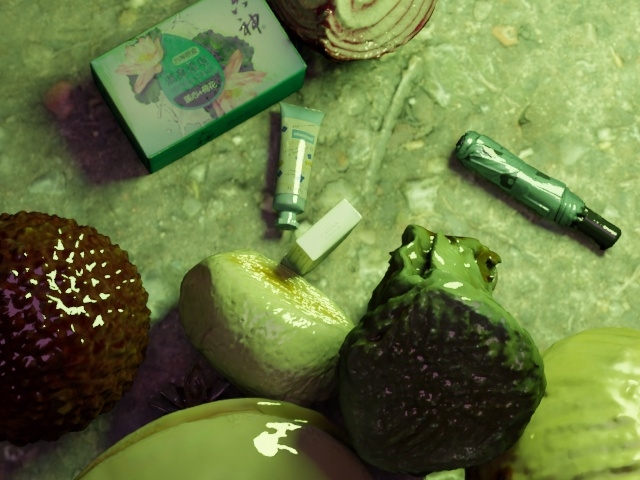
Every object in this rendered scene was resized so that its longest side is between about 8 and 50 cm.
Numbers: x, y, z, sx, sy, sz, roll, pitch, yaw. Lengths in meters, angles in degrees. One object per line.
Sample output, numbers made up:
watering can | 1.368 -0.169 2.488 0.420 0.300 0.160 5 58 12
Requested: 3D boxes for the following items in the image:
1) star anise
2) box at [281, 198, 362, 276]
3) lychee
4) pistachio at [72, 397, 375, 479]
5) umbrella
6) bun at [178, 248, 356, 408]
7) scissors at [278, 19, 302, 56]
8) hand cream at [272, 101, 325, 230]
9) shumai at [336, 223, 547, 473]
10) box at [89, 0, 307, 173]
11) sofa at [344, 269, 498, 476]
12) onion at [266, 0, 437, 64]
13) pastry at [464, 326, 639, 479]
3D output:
star anise | -0.152 0.192 1.721 0.124 0.129 0.056 -1 42 -1
box | 0.000 0.000 1.765 0.084 0.154 0.040 -44 89 -13
lychee | -0.344 0.099 1.654 0.304 0.275 0.276 -17 78 -36
pistachio | -0.127 0.375 1.601 0.445 0.281 0.365 -23 104 -11
umbrella | 0.292 -0.069 1.867 0.250 0.053 0.052 33 75 2
bun | -0.064 0.118 1.718 0.243 0.244 0.153 33 105 2
scissors | -0.040 -0.295 1.902 0.039 0.012 0.113 8 77 -5
hand cream | -0.035 -0.097 1.843 0.065 0.043 0.171 12 72 -17
shumai | 0.140 0.128 1.571 0.225 0.222 0.261 17 111 5
box | -0.158 -0.216 1.824 0.244 0.092 0.153 -32 82 -9
sofa | 0.146 0.154 1.726 0.182 0.200 0.258 15 74 -1
onion | 0.041 -0.365 1.840 0.206 0.216 0.207 -3 33 -40
pastry | 0.344 0.301 1.649 0.388 0.312 0.389 30 47 -37
